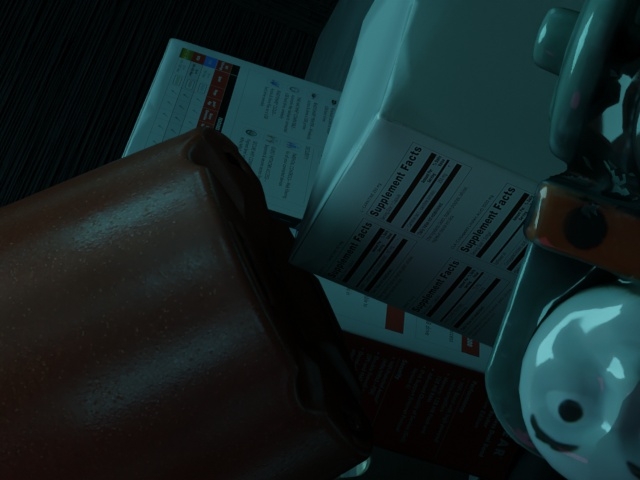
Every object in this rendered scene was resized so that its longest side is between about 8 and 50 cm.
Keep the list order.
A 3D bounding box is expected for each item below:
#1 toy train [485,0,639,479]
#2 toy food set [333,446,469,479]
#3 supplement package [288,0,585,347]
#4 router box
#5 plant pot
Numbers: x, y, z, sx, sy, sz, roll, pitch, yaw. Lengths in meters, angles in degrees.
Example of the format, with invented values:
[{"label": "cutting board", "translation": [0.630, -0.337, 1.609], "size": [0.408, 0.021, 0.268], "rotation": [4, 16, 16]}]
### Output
[{"label": "toy train", "translation": [0.141, 0.000, 0.650], "size": [0.334, 0.142, 0.190], "rotation": [-21, -52, -78]}, {"label": "toy food set", "translation": [-0.050, 0.203, 1.213], "size": [0.306, 0.220, 0.092], "rotation": [122, 141, -54]}, {"label": "supplement package", "translation": [0.118, -0.057, 0.916], "size": [0.149, 0.203, 0.194], "rotation": [123, 168, -54]}, {"label": "router box", "translation": [0.000, 0.000, 1.185], "size": [0.335, 0.301, 0.082], "rotation": [-79, 8, -60]}, {"label": "plant pot", "translation": [-0.130, 0.083, 0.918], "size": [0.265, 0.272, 0.272], "rotation": [-27, 16, 7]}]
